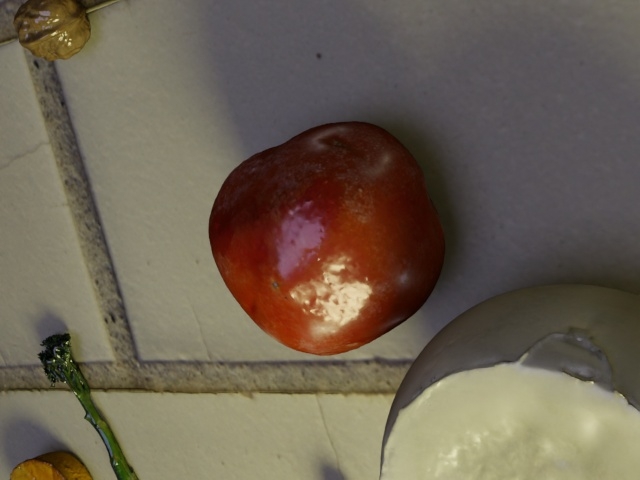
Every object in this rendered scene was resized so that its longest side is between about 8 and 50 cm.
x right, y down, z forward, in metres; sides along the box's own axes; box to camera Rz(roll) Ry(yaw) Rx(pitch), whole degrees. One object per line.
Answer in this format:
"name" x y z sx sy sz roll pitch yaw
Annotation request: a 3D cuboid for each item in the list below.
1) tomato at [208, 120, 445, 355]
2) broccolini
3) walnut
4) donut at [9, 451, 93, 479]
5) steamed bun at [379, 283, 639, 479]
"tomato" 0.002 0.004 0.832 0.232 0.189 0.231 13 114 33
"broccolini" -0.331 0.249 1.221 0.254 0.058 0.071 64 170 5
"walnut" -0.321 -0.258 1.043 0.096 0.082 0.079 -3 131 34
"donut" -0.397 0.383 1.303 0.152 0.058 0.151 11 110 31
"steamed bun" 0.213 0.189 0.732 0.325 0.206 0.324 12 113 30
